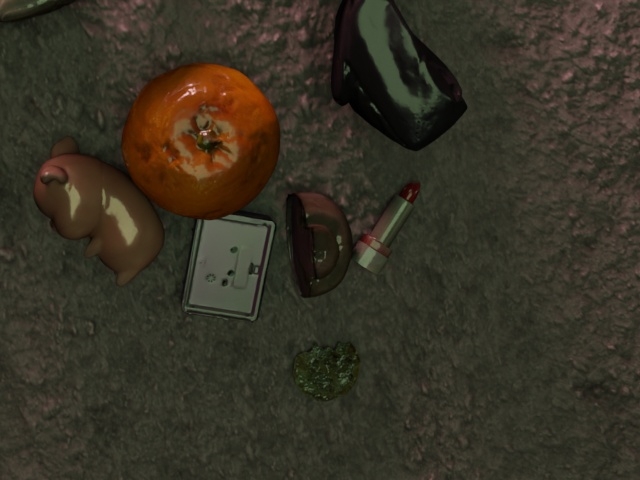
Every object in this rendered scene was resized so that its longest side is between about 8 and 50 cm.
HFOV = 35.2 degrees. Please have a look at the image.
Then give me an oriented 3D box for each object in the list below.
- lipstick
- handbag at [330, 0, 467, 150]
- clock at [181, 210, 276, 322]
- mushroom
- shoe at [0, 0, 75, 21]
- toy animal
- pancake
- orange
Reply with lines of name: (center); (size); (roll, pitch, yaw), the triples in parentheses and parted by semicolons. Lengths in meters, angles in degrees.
lipstick: (0.128, -0.029, 1.847); (0.063, 0.057, 0.186); (33, 90, -14)
handbag: (0.089, -0.289, 1.662); (0.178, 0.302, 0.275); (-42, 103, 8)
clock: (-0.168, 0.042, 1.800); (0.144, 0.073, 0.193); (10, 100, -11)
mushroom: (0.000, 0.000, 1.792); (0.117, 0.141, 0.188); (-17, 108, -28)
shoe: (-0.529, -0.447, 1.604); (0.342, 0.132, 0.211); (-18, 104, -5)
toy animal: (-0.372, -0.049, 1.703); (0.250, 0.166, 0.154); (42, 87, -22)
pancake: (0.013, 0.248, 1.901); (0.129, 0.022, 0.116); (-1, 105, -10)
orange: (-0.196, -0.164, 1.670); (0.261, 0.261, 0.261); (-2, 102, -9)
